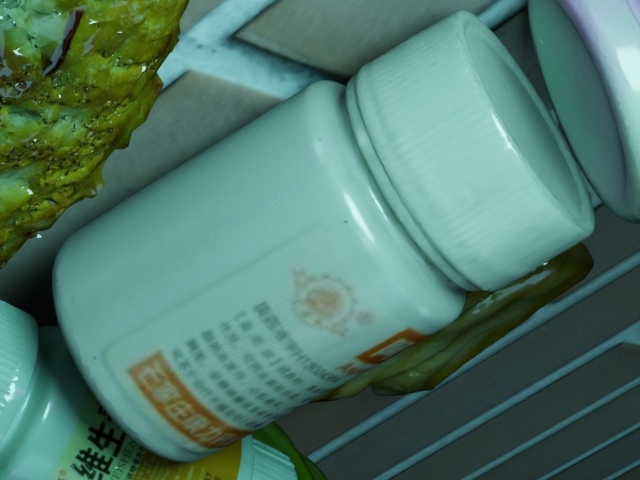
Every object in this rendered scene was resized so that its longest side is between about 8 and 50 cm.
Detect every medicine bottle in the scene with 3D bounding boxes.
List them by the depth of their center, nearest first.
[{"bbox_3d":[0.336,-0.161,1.281,0.325,0.212,0.212,-21,157,-3],"label":"medicine bottle"},{"bbox_3d":[0.000,0.000,1.324,0.371,0.211,0.211,-30,156,18],"label":"medicine bottle"},{"bbox_3d":[-0.181,0.177,1.447,0.318,0.158,0.158,31,130,-25],"label":"medicine bottle"}]

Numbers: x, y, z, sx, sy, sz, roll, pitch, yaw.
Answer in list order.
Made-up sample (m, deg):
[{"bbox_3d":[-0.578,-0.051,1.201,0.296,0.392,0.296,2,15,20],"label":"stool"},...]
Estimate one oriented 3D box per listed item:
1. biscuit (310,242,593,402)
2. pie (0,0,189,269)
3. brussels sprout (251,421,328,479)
[{"bbox_3d":[0.119,0.081,1.803,0.237,0.062,0.291,-2,151,-46],"label":"biscuit"},{"bbox_3d":[-0.209,-0.111,1.005,0.288,0.103,0.354,1,134,-44],"label":"pie"},{"bbox_3d":[-0.142,0.350,1.789,0.361,0.342,0.425,-3,147,-24],"label":"brussels sprout"}]
